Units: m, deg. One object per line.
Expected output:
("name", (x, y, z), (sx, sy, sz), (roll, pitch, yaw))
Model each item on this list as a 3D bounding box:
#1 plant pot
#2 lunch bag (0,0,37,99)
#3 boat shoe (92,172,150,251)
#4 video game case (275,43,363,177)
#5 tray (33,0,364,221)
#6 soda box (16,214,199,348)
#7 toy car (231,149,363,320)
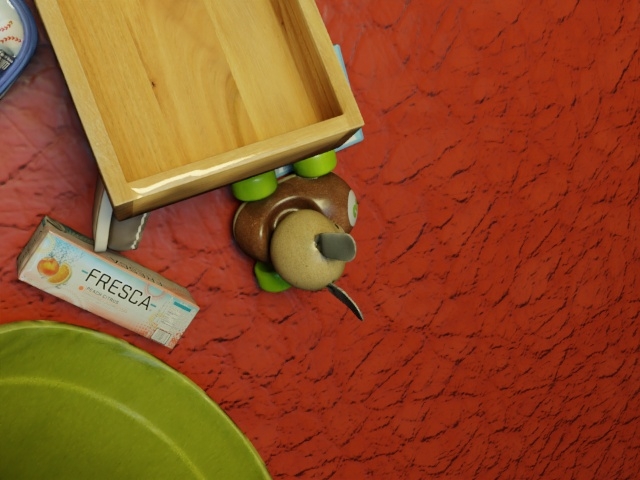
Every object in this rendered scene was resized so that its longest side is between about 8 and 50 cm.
("plant pot", (-0.277, 0.332, 0.618), (0.366, 0.366, 0.353), (33, 102, -31))
("lunch bag", (-0.393, -0.180, 0.499), (0.243, 0.115, 0.303), (-47, 120, -2))
("boat shoe", (-0.148, -0.136, 0.633), (0.097, 0.116, 0.324), (13, 95, -26))
("video game case", (-0.037, -0.141, 0.741), (0.166, 0.015, 0.119), (-26, 117, -16))
("tray", (-0.139, -0.243, 0.521), (0.203, 0.076, 0.411), (-21, 87, -18))
("soda box", (-0.223, 0.047, 0.686), (0.183, 0.063, 0.058), (34, 91, -32))
("toy car", (0.000, 0.000, 0.696), (0.149, 0.188, 0.155), (-23, 124, -17))
